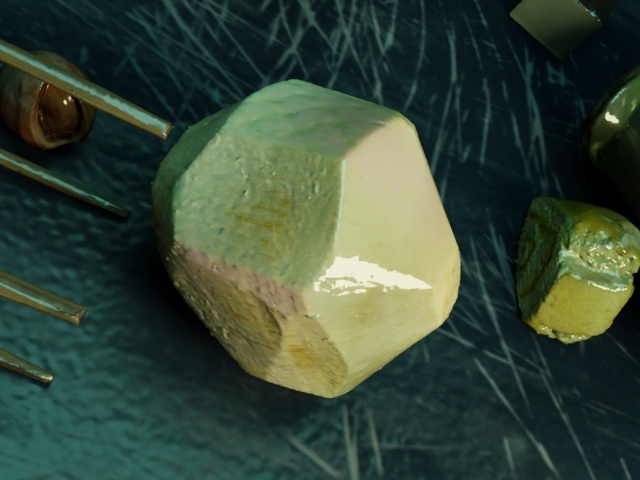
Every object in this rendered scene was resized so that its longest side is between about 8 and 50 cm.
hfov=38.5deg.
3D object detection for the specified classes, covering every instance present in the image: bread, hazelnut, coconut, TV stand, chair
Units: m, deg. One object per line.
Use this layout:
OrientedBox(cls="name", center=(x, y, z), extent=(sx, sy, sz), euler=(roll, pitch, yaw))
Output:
OrientedBox(cls="bread", center=(0.250, 0.008, 0.870), extent=(0.103, 0.110, 0.156), euler=(17, 57, -8))
OrientedBox(cls="hazelnut", center=(-0.218, -0.114, 0.731), extent=(0.087, 0.086, 0.086), euler=(10, 62, -20))
OrientedBox(cls="coconut", center=(0.000, 0.000, 0.685), extent=(0.237, 0.237, 0.197), euler=(41, 53, -1))
OrientedBox(cls="TV stand", center=(0.329, -0.334, 1.079), extent=(0.088, 0.083, 0.269), euler=(40, 60, -5))
OrientedBox(cls="chair", center=(-0.267, -0.042, 0.620), extent=(0.272, 0.166, 0.188), euler=(24, 59, -12))

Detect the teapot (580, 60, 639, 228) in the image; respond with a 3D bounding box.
OrientedBox(cls="teapot", center=(0.419, -0.035, 0.876), extent=(0.271, 0.200, 0.337), euler=(-1, 48, -24))
